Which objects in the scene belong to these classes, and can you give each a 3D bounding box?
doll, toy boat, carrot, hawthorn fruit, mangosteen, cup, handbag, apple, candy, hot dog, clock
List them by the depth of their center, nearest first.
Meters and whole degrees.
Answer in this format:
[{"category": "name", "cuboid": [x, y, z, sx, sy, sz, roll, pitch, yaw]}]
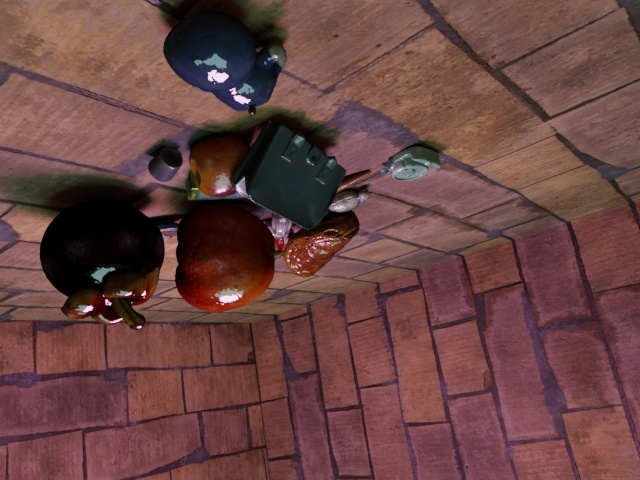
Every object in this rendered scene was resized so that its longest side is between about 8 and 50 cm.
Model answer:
[{"category": "doll", "cuboid": [-0.198, -0.364, 1.106, 0.228, 0.154, 0.258, -13, 157, 25]}, {"category": "cup", "cuboid": [-0.432, -0.223, 1.553, 0.077, 0.078, 0.100, -32, -173, 43]}, {"category": "apple", "cuboid": [-0.277, -0.211, 1.560, 0.173, 0.160, 0.195, -26, 178, -25]}, {"category": "handbag", "cuboid": [-0.080, -0.180, 1.571, 0.089, 0.238, 0.326, 34, -175, 42]}, {"category": "mangosteen", "cuboid": [-0.696, 0.082, 1.760, 0.382, 0.435, 0.382, -7, 165, -2]}, {"category": "candy", "cuboid": [-0.332, -0.176, 1.764, 0.194, 0.062, 0.097, -3, 163, -22]}, {"category": "clock", "cuboid": [0.305, -0.255, 1.865, 0.148, 0.060, 0.188, 6, 159, -42]}, {"category": "carrot", "cuboid": [0.085, -0.205, 1.943, 0.216, 0.048, 0.048, -20, 161, 19]}, {"category": "hawthorn fruit", "cuboid": [-0.323, 0.053, 1.946, 0.402, 0.403, 0.403, -9, 163, -3]}, {"category": "toy boat", "cuboid": [-0.642, -0.019, 2.059, 0.295, 0.088, 0.129, -14, 163, 15]}, {"category": "doll", "cuboid": [0.090, -0.148, 2.086, 0.214, 0.072, 0.103, -23, 173, 14]}, {"category": "hot dog", "cuboid": [0.000, 0.000, 2.228, 0.267, 0.174, 0.387, -33, 171, -44]}, {"category": "doll", "cuboid": [-0.198, -0.030, 2.284, 0.188, 0.099, 0.384, 3, 165, -17]}]
